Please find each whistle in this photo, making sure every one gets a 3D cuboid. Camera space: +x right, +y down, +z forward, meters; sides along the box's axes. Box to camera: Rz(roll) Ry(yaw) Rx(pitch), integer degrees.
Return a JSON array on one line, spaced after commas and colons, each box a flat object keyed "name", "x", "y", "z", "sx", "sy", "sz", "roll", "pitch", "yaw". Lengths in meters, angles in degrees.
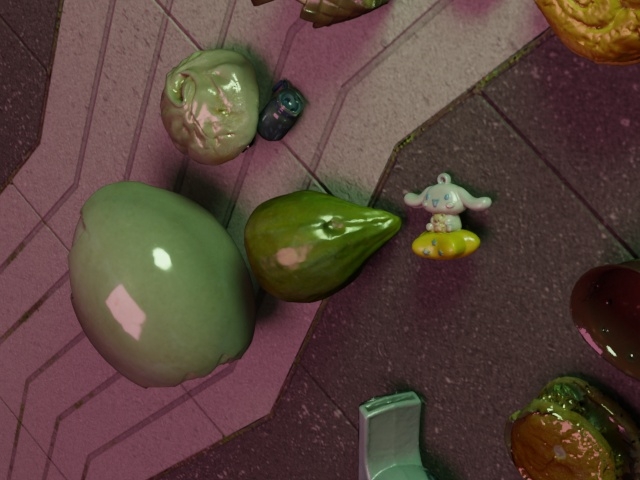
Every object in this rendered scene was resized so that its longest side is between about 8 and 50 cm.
[{"name": "whistle", "x": 0.128, "y": 0.389, "z": 1.811, "sx": 0.163, "sy": 0.163, "sz": 0.289, "roll": 23, "pitch": 131, "yaw": 33}]

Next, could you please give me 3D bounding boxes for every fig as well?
[{"name": "fig", "x": -0.013, "y": 0.011, "z": 1.693, "sx": 0.233, "sy": 0.167, "sz": 0.167, "roll": -2, "pitch": 115, "yaw": 54}]

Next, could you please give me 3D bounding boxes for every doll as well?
[{"name": "doll", "x": 0.174, "y": -0.032, "z": 1.563, "sx": 0.135, "sy": 0.071, "sz": 0.113, "roll": -28, "pitch": 76, "yaw": 44}]

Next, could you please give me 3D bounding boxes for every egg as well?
[{"name": "egg", "x": -0.259, "y": 0.062, "z": 1.879, "sx": 0.278, "sy": 0.278, "sz": 0.336, "roll": -21, "pitch": 95, "yaw": 49}]

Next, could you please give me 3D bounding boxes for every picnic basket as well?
[{"name": "picnic basket", "x": -0.010, "y": -0.335, "z": 1.479, "sx": 0.178, "sy": 0.128, "sz": 0.137, "roll": -8, "pitch": 108, "yaw": 37}]

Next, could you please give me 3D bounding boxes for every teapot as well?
[{"name": "teapot", "x": -0.057, "y": -0.185, "z": 1.699, "sx": 0.049, "sy": 0.063, "sz": 0.083, "roll": 27, "pitch": 140, "yaw": -15}]

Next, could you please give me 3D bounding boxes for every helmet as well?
[{"name": "helmet", "x": 0.389, "y": 0.080, "z": 1.380, "sx": 0.175, "sy": 0.106, "sz": 0.155, "roll": -5, "pitch": 109, "yaw": 52}]

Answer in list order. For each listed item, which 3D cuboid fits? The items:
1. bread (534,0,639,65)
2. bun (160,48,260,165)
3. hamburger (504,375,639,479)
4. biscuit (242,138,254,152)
[{"name": "bread", "x": 0.311, "y": -0.284, "z": 1.203, "sx": 0.198, "sy": 0.120, "sz": 0.236, "roll": 53, "pitch": 140, "yaw": 1}, {"name": "bun", "x": -0.172, "y": -0.196, "z": 1.713, "sx": 0.183, "sy": 0.102, "sz": 0.183, "roll": -4, "pitch": 84, "yaw": 45}, {"name": "hamburger", "x": 0.333, "y": 0.265, "z": 1.567, "sx": 0.185, "sy": 0.113, "sz": 0.177, "roll": 18, "pitch": 134, "yaw": 46}, {"name": "biscuit", "x": -0.131, "y": -0.178, "z": 1.783, "sx": 0.087, "sy": 0.027, "sz": 0.089, "roll": 49, "pitch": 139, "yaw": 9}]
